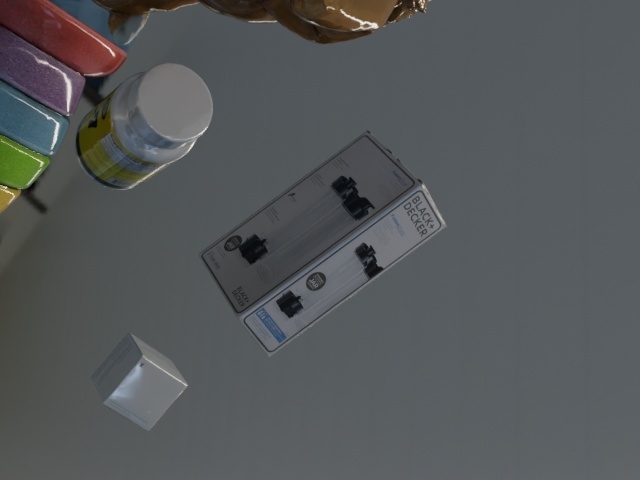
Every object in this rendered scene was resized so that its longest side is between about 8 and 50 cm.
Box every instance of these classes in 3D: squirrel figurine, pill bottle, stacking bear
[{"bbox_3d":[-0.081,-0.326,1.291,0.370,0.397,0.281,-7,-93,28],"label":"squirrel figurine"},{"bbox_3d":[-0.223,-0.144,1.431,0.208,0.119,0.119,-22,-119,57],"label":"pill bottle"},{"bbox_3d":[-0.303,-0.076,0.912,0.289,0.175,0.164,-57,-159,2],"label":"stacking bear"}]

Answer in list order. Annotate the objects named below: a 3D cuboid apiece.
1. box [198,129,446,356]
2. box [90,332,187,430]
[{"bbox_3d":[0.000,0.000,1.492,0.290,0.087,0.169,-37,-141,-3],"label":"box"},{"bbox_3d":[-0.286,0.222,1.784,0.102,0.101,0.087,-50,-147,0],"label":"box"}]
